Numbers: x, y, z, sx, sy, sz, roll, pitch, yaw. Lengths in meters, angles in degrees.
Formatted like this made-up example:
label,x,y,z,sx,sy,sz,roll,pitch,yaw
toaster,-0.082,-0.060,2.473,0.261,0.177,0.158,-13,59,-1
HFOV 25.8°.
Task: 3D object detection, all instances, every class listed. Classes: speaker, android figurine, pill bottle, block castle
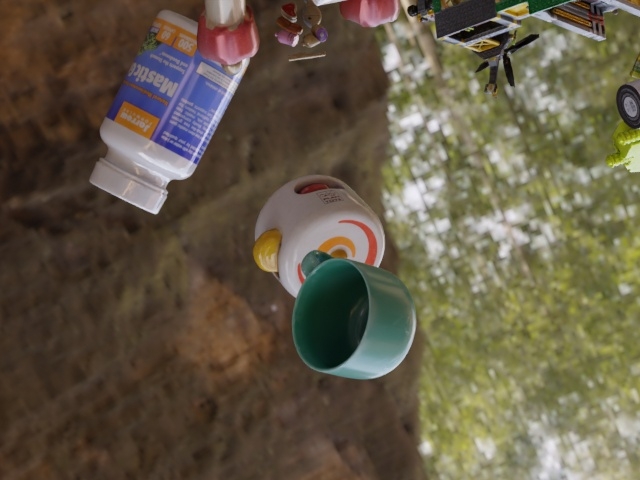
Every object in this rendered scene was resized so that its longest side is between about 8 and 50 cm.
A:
label,x,y,z,sx,sy,sz,roll,pitch,yaw
speaker,0.410,-0.173,1.603,0.136,0.055,0.055,-20,-160,-20
android figurine,0.548,-0.177,2.084,0.273,0.056,0.248,-19,156,-18
pill bottle,-0.227,-0.183,2.033,0.272,0.152,0.152,-63,-152,0
block castle,-0.097,-0.445,1.992,0.303,0.213,0.453,-17,-133,-17

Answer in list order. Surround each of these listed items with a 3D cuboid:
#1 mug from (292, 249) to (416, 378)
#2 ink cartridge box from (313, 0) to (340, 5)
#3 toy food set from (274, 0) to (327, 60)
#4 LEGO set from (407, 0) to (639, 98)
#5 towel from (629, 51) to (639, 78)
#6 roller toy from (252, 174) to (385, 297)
label,x,y,z,sx,sy,sz,roll,pitch,yaw
mug,0.045,0.079,1.589,0.129,0.097,0.158,-19,-117,43
ink cartridge box,0.085,-0.351,1.495,0.218,0.092,0.158,-32,174,39
toy food set,-0.032,-0.318,2.074,0.078,0.019,0.122,-9,-128,-8
LEGO set,0.292,-0.354,1.793,0.331,0.255,0.192,-24,159,38
towel,0.526,-0.329,1.988,0.102,0.237,0.021,3,-149,-35
roller toy,0.000,0.000,2.296,0.191,0.209,0.146,-46,-141,4
